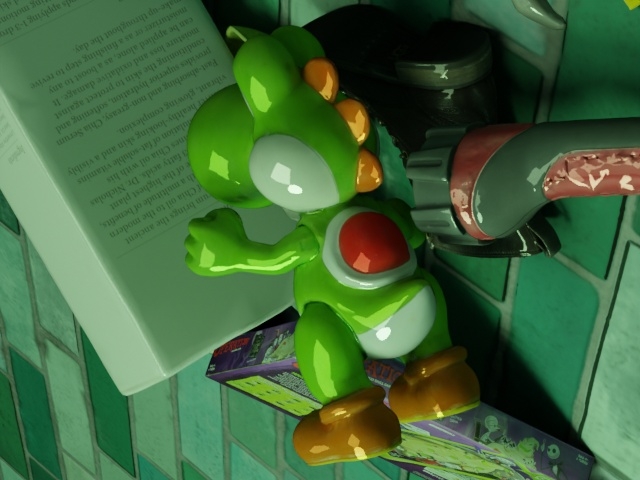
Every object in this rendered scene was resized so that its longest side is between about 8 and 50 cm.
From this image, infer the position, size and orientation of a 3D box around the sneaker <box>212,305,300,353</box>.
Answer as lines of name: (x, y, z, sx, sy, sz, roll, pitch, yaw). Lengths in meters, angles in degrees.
sneaker: (-0.129, -0.024, 1.935, 0.148, 0.131, 0.350, 0, 130, 47)

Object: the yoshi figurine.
yoshi figurine: (-0.008, 0.000, 1.523, 0.203, 0.203, 0.362, -36, -72, -77)

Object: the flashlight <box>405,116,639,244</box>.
flashlight: (0.212, -0.046, 1.370, 0.304, 0.103, 0.103, 2, 129, 40)

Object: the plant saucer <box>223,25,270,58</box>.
plant saucer: (-0.025, -0.111, 1.750, 0.188, 0.045, 0.188, 44, 151, 13)

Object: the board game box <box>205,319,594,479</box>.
board game box: (0.078, 0.177, 1.775, 0.347, 0.056, 0.208, 28, 163, -23)

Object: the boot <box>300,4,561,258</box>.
boot: (0.082, -0.085, 1.581, 0.263, 0.091, 0.229, 16, 136, 43)

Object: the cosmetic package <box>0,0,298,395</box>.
cosmetic package: (-0.193, -0.105, 1.712, 0.453, 0.230, 0.161, 60, 155, -1)

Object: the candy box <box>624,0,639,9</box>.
candy box: (0.197, -0.268, 1.265, 0.206, 0.027, 0.105, 53, 155, -4)

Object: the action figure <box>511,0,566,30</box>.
action figure: (0.152, -0.296, 1.011, 0.178, 0.330, 0.341, 24, -175, -34)
